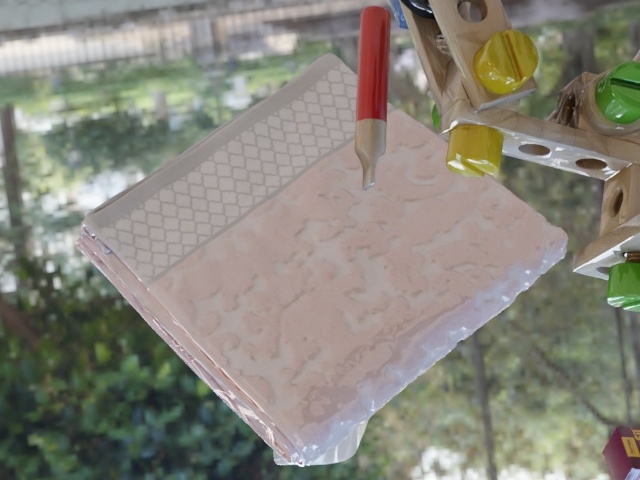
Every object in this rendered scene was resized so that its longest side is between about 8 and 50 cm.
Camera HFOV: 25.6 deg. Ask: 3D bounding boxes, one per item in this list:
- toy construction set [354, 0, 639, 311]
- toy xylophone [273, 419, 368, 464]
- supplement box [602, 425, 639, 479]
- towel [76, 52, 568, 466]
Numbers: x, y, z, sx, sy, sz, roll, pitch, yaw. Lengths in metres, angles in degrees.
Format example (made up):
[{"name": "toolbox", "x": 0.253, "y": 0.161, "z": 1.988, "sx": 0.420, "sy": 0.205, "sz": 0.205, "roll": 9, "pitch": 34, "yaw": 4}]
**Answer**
[{"name": "toy construction set", "x": 0.138, "y": -0.073, "z": 0.942, "sx": 0.257, "sy": 0.237, "sz": 0.309, "roll": 12, "pitch": 166, "yaw": -38}, {"name": "toy xylophone", "x": 0.019, "y": 0.116, "z": 1.587, "sx": 0.081, "sy": 0.236, "sz": 0.323, "roll": 5, "pitch": -173, "yaw": 9}, {"name": "supplement box", "x": 0.322, "y": 0.213, "z": 1.353, "sx": 0.083, "sy": 0.043, "sz": 0.055, "roll": 5, "pitch": -139, "yaw": -14}, {"name": "towel", "x": 0.000, "y": 0.000, "z": 1.259, "sx": 0.332, "sy": 0.053, "sz": 0.317, "roll": -36, "pitch": -117, "yaw": -24}]
